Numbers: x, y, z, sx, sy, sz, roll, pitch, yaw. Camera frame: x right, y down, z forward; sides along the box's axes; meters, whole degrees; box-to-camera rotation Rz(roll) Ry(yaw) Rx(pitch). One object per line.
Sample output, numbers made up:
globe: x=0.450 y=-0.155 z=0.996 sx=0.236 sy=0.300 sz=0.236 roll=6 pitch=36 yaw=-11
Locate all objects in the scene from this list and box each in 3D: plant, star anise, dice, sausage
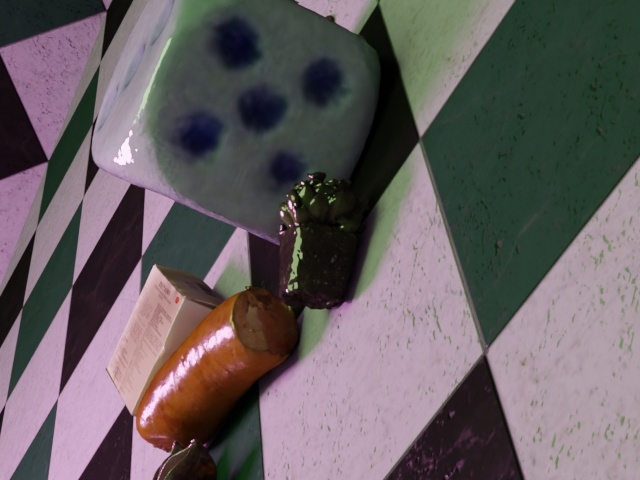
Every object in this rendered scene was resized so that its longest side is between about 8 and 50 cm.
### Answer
plant: x=0.000 y=0.000 z=1.369 sx=0.092 sy=0.094 sz=0.143 roll=127 pitch=149 yaw=-70
star anise: x=-0.158 y=0.316 z=1.435 sx=0.197 sy=0.073 sz=0.212 roll=-45 pitch=31 yaw=52
dice: x=-0.104 y=-0.157 z=1.540 sx=0.262 sy=0.265 sz=0.268 roll=-66 pitch=21 yaw=1
sausage: x=-0.127 y=0.155 z=1.493 sx=0.270 sy=0.109 sz=0.109 roll=-49 pitch=26 yaw=37

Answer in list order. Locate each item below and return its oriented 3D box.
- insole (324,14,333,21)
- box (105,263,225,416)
insole: x=-0.063 y=-0.230 z=1.891 sx=0.328 sy=0.007 sz=0.111 roll=-39 pitch=34 yaw=51
box: x=-0.192 y=0.137 z=1.684 sx=0.168 sy=0.095 sz=0.212 roll=-67 pitch=20 yaw=3
